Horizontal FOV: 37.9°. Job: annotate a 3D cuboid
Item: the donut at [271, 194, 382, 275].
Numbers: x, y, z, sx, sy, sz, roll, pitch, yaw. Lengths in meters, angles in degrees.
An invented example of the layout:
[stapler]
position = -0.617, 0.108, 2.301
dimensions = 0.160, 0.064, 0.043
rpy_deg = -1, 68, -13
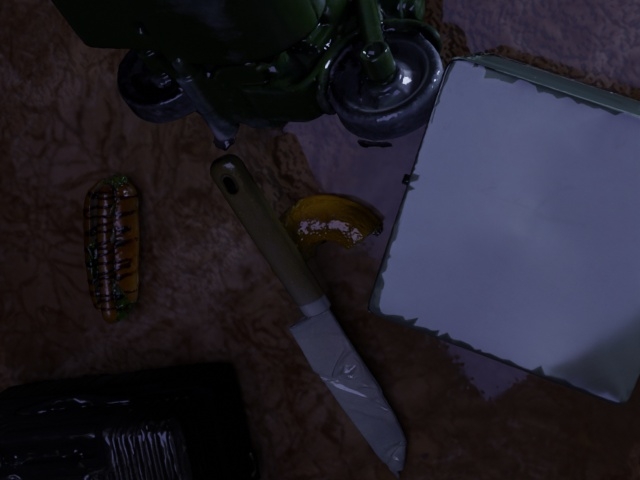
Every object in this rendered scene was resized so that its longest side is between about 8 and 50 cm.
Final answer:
[donut]
position = 0.000, 0.000, 0.701
dimensions = 0.083, 0.038, 0.067
rpy_deg = 14, 103, 13

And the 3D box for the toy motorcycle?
[toy motorcycle]
position = -0.060, -0.156, 0.591
dimensions = 0.275, 0.205, 0.127
rpy_deg = 6, 60, 25

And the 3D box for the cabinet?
[cabinet]
position = 0.133, -0.026, 0.572
dimensions = 0.150, 0.206, 0.145
rpy_deg = 19, 106, 9

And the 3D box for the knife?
[knife]
position = -0.004, 0.065, 0.700
dimensions = 0.047, 0.017, 0.298
rpy_deg = -24, 111, 22

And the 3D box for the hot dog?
[hot dog]
position = -0.168, 0.008, 0.747
dimensions = 0.049, 0.037, 0.122
rpy_deg = 3, 102, 17

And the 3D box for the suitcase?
[suitcase]
position = -0.155, 0.277, 0.749
dimensions = 0.229, 0.152, 0.335
rpy_deg = -8, 98, 14
